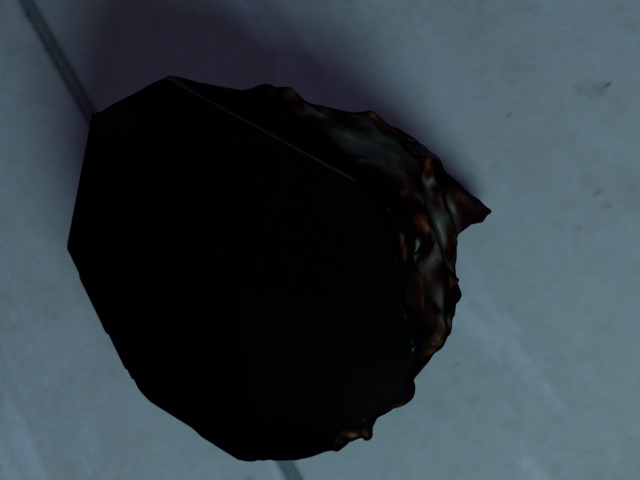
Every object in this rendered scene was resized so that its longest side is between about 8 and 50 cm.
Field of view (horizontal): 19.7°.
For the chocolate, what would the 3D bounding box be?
[{"bbox_3d":[0.000,0.000,1.056,0.224,0.206,0.177,30,35,22],"label":"chocolate"}]
